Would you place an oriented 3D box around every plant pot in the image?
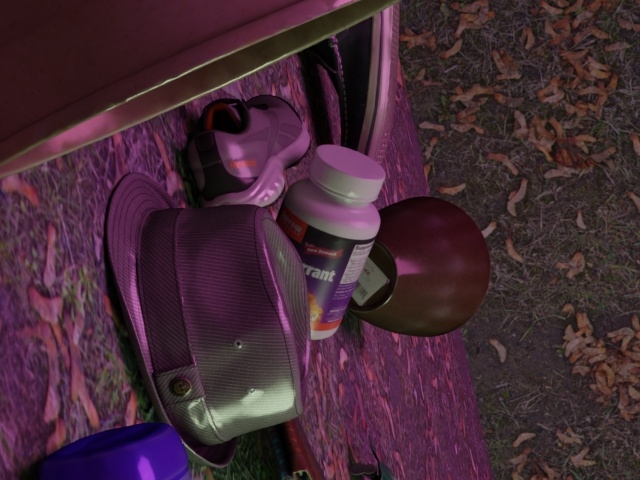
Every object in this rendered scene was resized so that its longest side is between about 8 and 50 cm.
[{"bbox_3d":[-0.135,-0.239,0.887,0.305,0.334,0.334,66,13,-5],"label":"plant pot"},{"bbox_3d":[0.108,0.045,2.028,0.230,0.215,0.215,-5,83,-64],"label":"plant pot"}]

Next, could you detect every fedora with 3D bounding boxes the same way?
[{"bbox_3d":[-0.079,0.062,1.227,0.243,0.124,0.275,-66,143,-72],"label":"fedora"}]

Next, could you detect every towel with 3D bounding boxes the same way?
[{"bbox_3d":[-0.002,0.283,1.436,0.271,0.040,0.370,-117,-176,-56],"label":"towel"}]

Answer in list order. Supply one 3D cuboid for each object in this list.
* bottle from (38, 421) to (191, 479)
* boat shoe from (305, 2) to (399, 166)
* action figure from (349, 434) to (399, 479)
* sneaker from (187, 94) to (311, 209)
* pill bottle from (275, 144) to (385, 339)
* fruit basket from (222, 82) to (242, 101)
[{"bbox_3d":[-0.113,0.269,0.931,0.118,0.092,0.282,-15,93,-80],"label":"bottle"},{"bbox_3d":[0.042,-0.323,2.160,0.187,0.156,0.500,-19,109,-83],"label":"boat shoe"},{"bbox_3d":[0.101,0.385,1.925,0.232,0.064,0.137,60,19,-47],"label":"action figure"},{"bbox_3d":[-0.078,-0.113,1.485,0.271,0.100,0.108,-74,145,-66],"label":"sneaker"},{"bbox_3d":[0.000,0.000,1.502,0.108,0.108,0.193,-72,-177,-68],"label":"pill bottle"},{"bbox_3d":[-0.145,-0.289,1.261,0.353,0.166,0.327,-154,-132,-88],"label":"fruit basket"}]
